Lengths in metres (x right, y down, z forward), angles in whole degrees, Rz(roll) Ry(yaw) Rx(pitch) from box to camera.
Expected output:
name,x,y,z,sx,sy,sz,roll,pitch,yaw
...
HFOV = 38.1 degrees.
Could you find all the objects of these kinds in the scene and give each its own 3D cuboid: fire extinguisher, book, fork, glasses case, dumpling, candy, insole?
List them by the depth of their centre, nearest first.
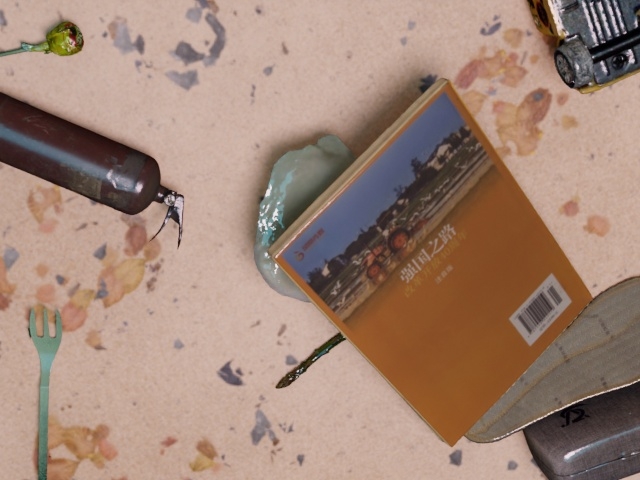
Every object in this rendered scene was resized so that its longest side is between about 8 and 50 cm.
name,x,y,z,sx,sy,sz,roll,pitch,yaw
candy,-0.316,-0.210,1.003,0.122,0.035,0.035,-10,117,6
fire extinguisher,-0.265,-0.078,1.014,0.267,0.072,0.089,23,91,-12
book,0.142,0.041,1.045,0.262,0.028,0.374,-44,122,-5
dumpling,0.004,-0.006,1.053,0.149,0.105,0.217,-23,111,10
fork,-0.329,0.189,1.101,0.039,0.021,0.235,5,105,-4
glasses case,0.414,0.209,1.139,0.323,0.131,0.074,-19,107,-2
insole,0.319,0.144,1.139,0.348,0.009,0.119,-28,63,4

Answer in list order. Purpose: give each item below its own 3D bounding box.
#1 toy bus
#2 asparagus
name,x,y,z,sx,sy,sz,roll,pitch,yaw
toy bus,0.259,-0.331,0.992,0.121,0.123,0.336,-25,106,-2
asparagus,0.009,0.133,1.130,0.162,0.016,0.016,-37,124,2
